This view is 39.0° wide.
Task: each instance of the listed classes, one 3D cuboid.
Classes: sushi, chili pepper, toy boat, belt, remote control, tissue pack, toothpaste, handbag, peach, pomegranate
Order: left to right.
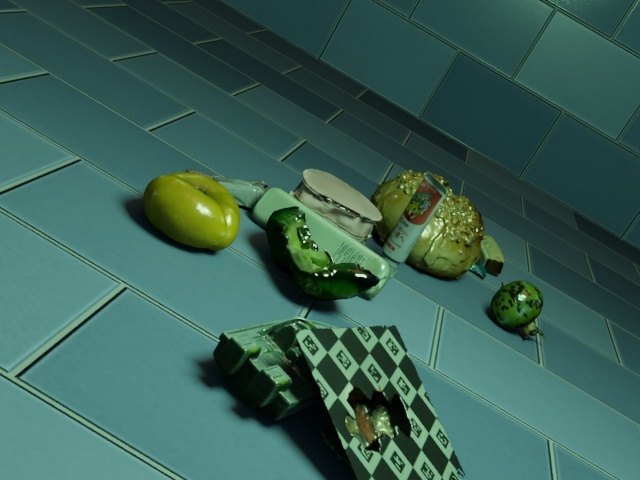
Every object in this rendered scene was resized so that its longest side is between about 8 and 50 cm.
[{"bbox_3d":[-0.221,-0.052,1.577,0.179,0.103,0.179,29,21,-12],"label":"peach"},{"bbox_3d":[-0.187,-0.101,1.827,0.071,0.053,0.232,34,17,34],"label":"belt"},{"bbox_3d":[-0.024,0.170,1.321,0.141,0.092,0.319,43,21,21],"label":"toy boat"},{"bbox_3d":[-0.023,0.036,1.664,0.148,0.116,0.264,2,31,-33],"label":"chili pepper"},{"bbox_3d":[0.000,0.001,1.794,0.309,0.090,0.038,34,-11,13],"label":"remote control"},{"bbox_3d":[0.016,-0.054,1.910,0.205,0.116,0.179,27,19,-10],"label":"handbag"},{"bbox_3d":[0.074,0.247,1.294,0.290,0.050,0.264,8,51,-55],"label":"sushi"},{"bbox_3d":[0.192,-0.029,1.923,0.057,0.234,0.089,17,22,-35],"label":"toothpaste"},{"bbox_3d":[0.371,0.048,2.321,0.138,0.028,0.085,31,19,12],"label":"tissue pack"},{"bbox_3d":[0.452,0.163,2.038,0.161,0.122,0.122,60,21,0],"label":"pomegranate"}]

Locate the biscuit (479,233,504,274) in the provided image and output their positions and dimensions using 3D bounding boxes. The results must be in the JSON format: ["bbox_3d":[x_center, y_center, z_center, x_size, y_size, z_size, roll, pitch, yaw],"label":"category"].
[{"bbox_3d":[0.449,0.033,2.433,0.056,0.052,0.188,11,21,-5],"label":"biscuit"}]

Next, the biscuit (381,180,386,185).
[{"bbox_3d":[0.273,-0.106,2.555,0.228,0.031,0.176,29,18,2],"label":"biscuit"}]

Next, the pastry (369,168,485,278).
[{"bbox_3d":[0.260,-0.053,2.162,0.284,0.184,0.316,20,22,-26],"label":"pastry"}]
